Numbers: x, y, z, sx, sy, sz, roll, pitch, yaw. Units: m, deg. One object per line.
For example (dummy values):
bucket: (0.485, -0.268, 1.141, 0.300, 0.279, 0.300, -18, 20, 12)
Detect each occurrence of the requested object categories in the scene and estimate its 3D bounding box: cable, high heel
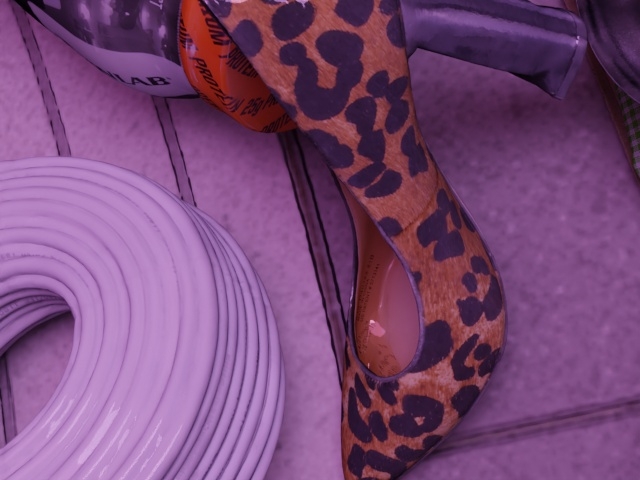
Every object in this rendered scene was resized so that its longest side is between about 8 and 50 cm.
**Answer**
cable: (-0.148, 0.072, 0.572, 0.257, 0.089, 0.257, -22, 52, 10)
high heel: (0.000, 0.000, 0.514, 0.093, 0.186, 0.261, 38, 116, 53)

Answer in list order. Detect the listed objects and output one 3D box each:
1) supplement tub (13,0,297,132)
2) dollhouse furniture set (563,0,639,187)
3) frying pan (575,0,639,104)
supplement tub: (-0.108, -0.214, 0.607, 0.338, 0.207, 0.207, 40, 90, 22)
dollhouse furniture set: (0.232, -0.068, 0.492, 0.198, 0.151, 0.301, -21, 71, 11)
frying pan: (0.197, -0.082, 0.438, 0.197, 0.053, 0.326, -38, 55, 43)
